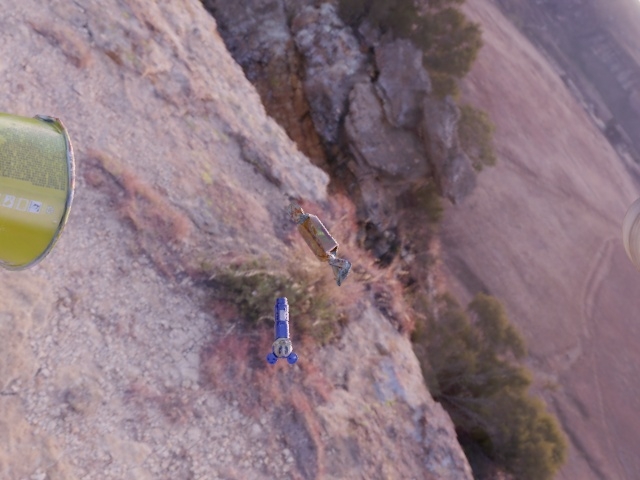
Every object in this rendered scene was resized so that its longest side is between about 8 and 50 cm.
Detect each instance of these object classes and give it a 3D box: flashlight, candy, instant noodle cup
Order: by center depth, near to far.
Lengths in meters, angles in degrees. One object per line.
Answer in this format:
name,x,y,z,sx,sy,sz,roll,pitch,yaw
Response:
instant noodle cup,-0.531,-0.090,1.001,0.200,0.264,0.264,13,47,-53
flashlight,-0.070,0.163,1.205,0.057,0.035,0.121,2,75,-11
candy,0.000,0.000,1.233,0.046,0.053,0.182,-29,78,-26

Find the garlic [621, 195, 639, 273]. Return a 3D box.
garlic,0.398,0.047,0.638,0.199,0.199,0.226,-17,101,-60
